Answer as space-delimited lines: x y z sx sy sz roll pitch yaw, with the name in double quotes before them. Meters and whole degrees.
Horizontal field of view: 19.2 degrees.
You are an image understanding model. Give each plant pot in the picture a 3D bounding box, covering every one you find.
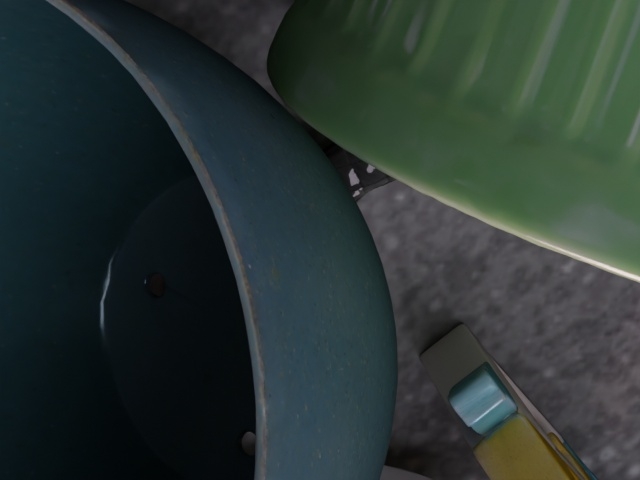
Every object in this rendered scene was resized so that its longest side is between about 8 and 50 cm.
"plant pot" -0.083 0.044 0.706 0.195 0.290 0.290 -6 128 -56

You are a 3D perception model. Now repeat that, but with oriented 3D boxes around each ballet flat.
"ballet flat" 0.000 0.000 0.809 0.049 0.057 0.173 45 110 9

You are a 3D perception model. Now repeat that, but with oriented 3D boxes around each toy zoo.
"toy zoo" 0.140 0.154 0.872 0.030 0.192 0.293 -39 125 5

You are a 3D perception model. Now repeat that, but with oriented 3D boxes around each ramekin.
"ramekin" 0.145 -0.087 0.676 0.303 0.303 0.148 10 108 -24

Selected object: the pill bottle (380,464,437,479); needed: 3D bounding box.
"pill bottle" -0.011 0.301 0.894 0.210 0.210 0.363 5 118 -22
